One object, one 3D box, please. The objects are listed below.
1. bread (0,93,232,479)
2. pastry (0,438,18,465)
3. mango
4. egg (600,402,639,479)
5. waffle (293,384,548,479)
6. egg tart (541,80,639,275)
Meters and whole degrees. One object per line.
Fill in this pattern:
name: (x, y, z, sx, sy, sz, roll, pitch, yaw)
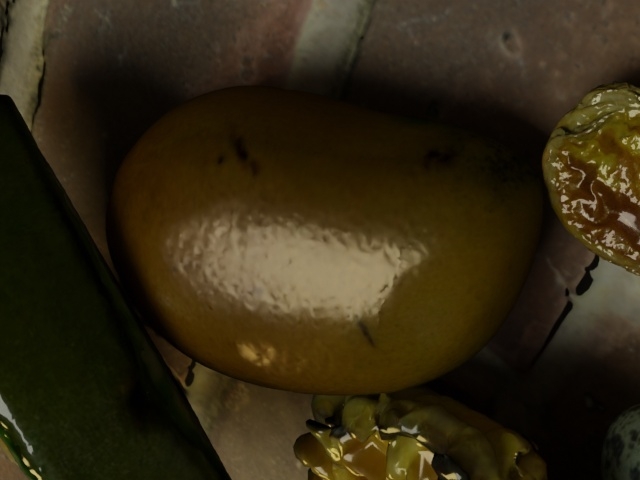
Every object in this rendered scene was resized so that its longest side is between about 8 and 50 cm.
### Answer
bread: (-0.203, 0.071, 1.136, 0.382, 0.129, 0.366, 59, 173, 13)
pastry: (-0.239, 0.158, 1.380, 0.166, 0.088, 0.166, 23, 132, 27)
mango: (0.000, 0.000, 1.007, 0.317, 0.173, 0.211, 3, 109, 34)
egg: (0.251, 0.168, 0.944, 0.172, 0.132, 0.132, 41, 138, 24)
waffle: (0.134, 0.254, 1.054, 0.379, 0.095, 0.382, 61, 161, -15)
egg tart: (0.197, -0.037, 0.901, 0.130, 0.052, 0.130, 22, 130, 29)
